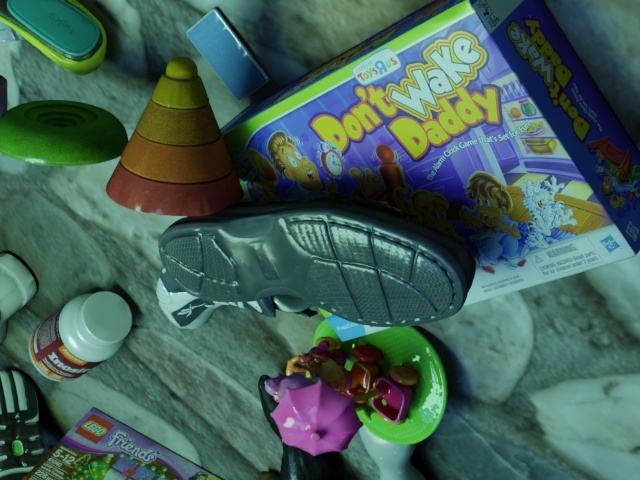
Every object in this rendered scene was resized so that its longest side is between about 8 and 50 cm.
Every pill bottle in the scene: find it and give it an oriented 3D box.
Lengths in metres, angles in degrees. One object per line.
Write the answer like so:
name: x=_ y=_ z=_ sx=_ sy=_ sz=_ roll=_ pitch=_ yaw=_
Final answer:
pill bottle: x=-0.293 y=0.115 z=1.496 sx=0.086 sy=0.086 sz=0.152 roll=50 pitch=141 yaw=-7

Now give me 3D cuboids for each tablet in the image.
tablet: x=-0.086 y=-0.171 z=1.133 sx=0.083 sy=0.006 sz=0.054 roll=53 pitch=140 yaw=-9

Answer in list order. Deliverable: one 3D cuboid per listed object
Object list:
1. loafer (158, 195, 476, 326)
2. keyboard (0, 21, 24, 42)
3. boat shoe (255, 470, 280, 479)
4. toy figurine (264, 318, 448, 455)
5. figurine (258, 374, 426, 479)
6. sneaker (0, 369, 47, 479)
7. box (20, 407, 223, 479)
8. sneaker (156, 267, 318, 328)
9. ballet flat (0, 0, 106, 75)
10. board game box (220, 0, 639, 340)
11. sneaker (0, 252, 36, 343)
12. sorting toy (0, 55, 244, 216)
loafer: x=0.000 y=0.000 z=1.029 sx=0.302 sy=0.095 sz=0.109 roll=4 pitch=124 yaw=34
keyboard: x=-0.421 y=-0.244 z=1.352 sx=0.256 sy=0.014 sz=0.072 roll=1 pitch=119 yaw=39
boat shoe: x=-0.097 y=0.361 z=1.490 sx=0.060 sy=0.178 sz=0.064 roll=34 pitch=167 yaw=21
toy figurine: x=0.010 y=0.144 z=1.184 sx=0.173 sy=0.159 sz=0.130 roll=30 pitch=116 yaw=33
figurine: x=0.033 y=0.251 z=1.346 sx=0.214 sy=0.092 sz=0.209 roll=8 pitch=125 yaw=34
sneaker: x=-0.441 y=0.337 z=1.756 sx=0.162 sy=0.106 sz=0.281 roll=140 pitch=125 yaw=-62
box: x=-0.246 y=0.359 z=1.581 sx=0.293 sy=0.201 sz=0.057 roll=24 pitch=138 yaw=22
sneaker: x=-0.074 y=0.048 z=1.244 sx=0.153 sy=0.094 sz=0.235 roll=42 pitch=131 yaw=15
ballet flat: x=-0.306 y=-0.244 z=1.212 sx=0.231 sy=0.077 sz=0.077 roll=40 pitch=168 yaw=3
board game box: x=0.082 y=-0.058 z=1.033 sx=0.347 sy=0.078 sz=0.233 roll=-22 pitch=108 yaw=48
sneaker: x=-0.484 y=0.114 z=1.631 sx=0.106 sy=0.123 sz=0.290 roll=44 pitch=142 yaw=-3
sorting toy: x=-0.219 y=-0.137 z=1.112 sx=0.365 sy=0.127 sz=0.126 roll=23 pitch=118 yaw=31
